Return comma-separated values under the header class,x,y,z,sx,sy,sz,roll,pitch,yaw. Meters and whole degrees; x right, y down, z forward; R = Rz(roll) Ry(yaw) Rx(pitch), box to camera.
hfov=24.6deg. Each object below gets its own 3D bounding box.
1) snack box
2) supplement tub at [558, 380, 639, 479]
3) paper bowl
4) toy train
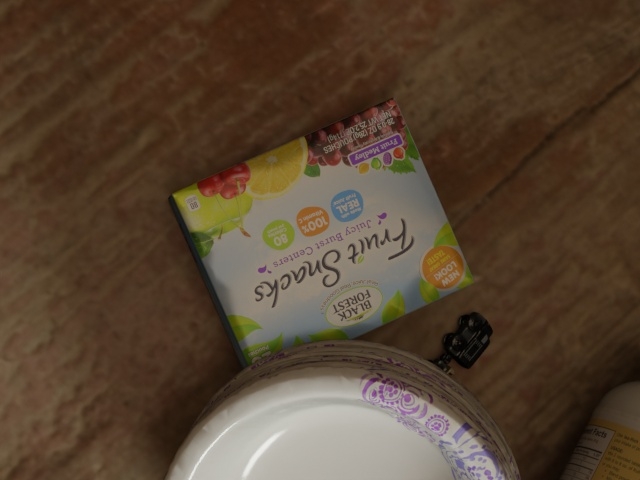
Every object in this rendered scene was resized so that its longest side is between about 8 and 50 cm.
class,x,y,z,sx,sy,sz,roll,pitch,yaw
snack box,0.000,0.000,1.240,0.207,0.070,0.175,-23,92,-9
supplement tub,0.294,0.263,1.191,0.241,0.241,0.331,30,82,-7
paper bowl,0.020,0.218,1.167,0.284,0.148,0.284,1,102,6
toy train,0.095,0.130,1.273,0.036,0.027,0.158,44,80,-16
